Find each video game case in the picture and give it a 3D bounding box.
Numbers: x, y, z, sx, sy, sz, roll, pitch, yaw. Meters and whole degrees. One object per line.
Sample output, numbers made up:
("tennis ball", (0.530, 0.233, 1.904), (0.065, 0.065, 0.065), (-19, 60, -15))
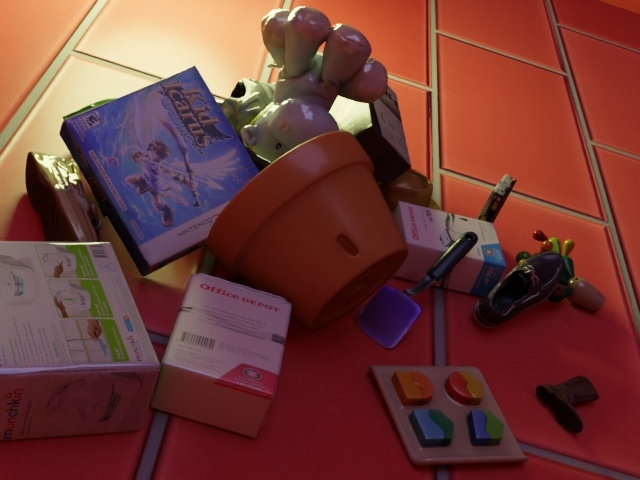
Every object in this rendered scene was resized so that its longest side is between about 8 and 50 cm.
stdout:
("video game case", (-0.239, -0.115, 1.744), (0.244, 0.061, 0.270), (-28, 84, -28))

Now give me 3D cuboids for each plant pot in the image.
("plant pot", (0.000, 0.000, 1.708), (0.291, 0.291, 0.203), (-23, 67, -48))

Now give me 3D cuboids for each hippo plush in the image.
("hippo plush", (-0.053, -0.255, 1.945), (0.234, 0.294, 0.237), (43, 62, -27))

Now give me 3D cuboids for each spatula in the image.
("spatula", (0.173, 0.068, 1.829), (0.084, 0.030, 0.296), (34, 51, 21))

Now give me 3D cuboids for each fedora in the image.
("fedora", (0.154, -0.089, 2.092), (0.194, 0.079, 0.194), (14, 33, -9))

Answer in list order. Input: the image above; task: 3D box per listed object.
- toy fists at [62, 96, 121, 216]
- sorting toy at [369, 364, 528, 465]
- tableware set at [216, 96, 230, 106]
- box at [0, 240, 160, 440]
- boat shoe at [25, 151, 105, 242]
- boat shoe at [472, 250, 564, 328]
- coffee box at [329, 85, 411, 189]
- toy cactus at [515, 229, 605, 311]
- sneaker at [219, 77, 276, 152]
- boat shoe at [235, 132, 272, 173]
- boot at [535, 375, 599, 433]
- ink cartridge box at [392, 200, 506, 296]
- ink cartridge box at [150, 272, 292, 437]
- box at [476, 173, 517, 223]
("toy fists", (-0.334, -0.147, 1.860), (0.142, 0.096, 0.279), (-23, 44, -8))
("sorting toy", (0.191, 0.251, 1.635), (0.193, 0.038, 0.208), (4, 35, -25))
("tableware set", (-0.243, -0.258, 2.158), (0.194, 0.039, 0.128), (-1, 38, -31))
("box", (-0.362, 0.121, 1.432), (0.231, 0.127, 0.262), (0, 38, -29))
("boat shoe", (-0.385, -0.053, 1.705), (0.089, 0.105, 0.285), (-3, 38, -29))
("boat shoe", (0.352, 0.079, 1.889), (0.206, 0.065, 0.075), (-34, 78, -22))
("coffee box", (0.062, -0.203, 2.100), (0.119, 0.168, 0.297), (44, 21, -27))
("toy cactus", (0.447, 0.062, 2.028), (0.180, 0.112, 0.219), (32, 24, 0))
("sneaker", (-0.109, -0.282, 2.179), (0.121, 0.111, 0.300), (37, 28, -2))
("boat shoe", (-0.171, -0.148, 1.895), (0.285, 0.092, 0.102), (36, 35, 25))
("boot", (0.415, 0.260, 1.758), (0.114, 0.037, 0.106), (-1, 40, -39))
("ink cartridge box", (0.221, 0.016, 1.970), (0.190, 0.082, 0.140), (14, 33, -13))
("ink cartridge box", (-0.136, 0.156, 1.542), (0.158, 0.092, 0.218), (18, 34, -5))
("box", (0.319, -0.051, 2.073), (0.027, 0.137, 0.094), (31, 34, 10))
